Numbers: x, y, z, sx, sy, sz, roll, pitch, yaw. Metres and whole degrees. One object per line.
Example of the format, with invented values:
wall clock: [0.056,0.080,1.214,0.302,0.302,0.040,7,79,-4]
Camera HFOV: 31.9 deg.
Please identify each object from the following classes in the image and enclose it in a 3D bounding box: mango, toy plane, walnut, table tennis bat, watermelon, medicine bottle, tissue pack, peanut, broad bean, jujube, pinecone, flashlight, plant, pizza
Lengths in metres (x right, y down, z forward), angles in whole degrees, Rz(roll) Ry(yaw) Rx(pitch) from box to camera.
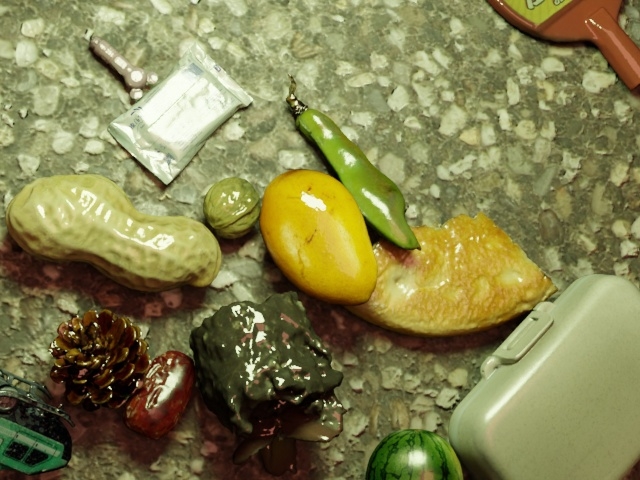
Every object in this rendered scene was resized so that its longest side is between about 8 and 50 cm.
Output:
mango: [0.000,0.000,1.577,0.144,0.112,0.219,-34,75,5]
toy plane: [-0.448,0.234,1.406,0.381,0.106,0.155,32,86,-38]
walnut: [-0.127,-0.047,1.604,0.092,0.092,0.092,3,79,-15]
table tennis bat: [0.404,-0.422,1.844,0.268,0.051,0.415,-37,88,-19]
watermelon: [0.133,0.359,1.567,0.140,0.140,0.187,2,83,-15]
medicine bottle: [0.376,0.241,1.655,0.375,0.123,0.282,-43,103,-18]
tissue pack: [-0.204,-0.186,1.636,0.122,0.026,0.193,44,72,-3]
peanut: [-0.278,-0.009,1.535,0.298,0.120,0.136,21,80,-14]
broad bean: [0.044,-0.105,1.648,0.067,0.075,0.325,-45,71,16]
jujube: [-0.217,0.211,1.535,0.077,0.077,0.129,33,63,-7]
pinecone: [-0.298,0.157,1.483,0.140,0.121,0.140,-9,57,14]
flashlight: [-0.290,-0.253,1.624,0.110,0.031,0.052,41,74,0]
plant: [-0.073,0.194,1.514,0.178,0.204,0.234,-7,72,-30]
pizza: [0.184,0.054,1.674,0.365,0.074,0.182,-6,84,-14]
